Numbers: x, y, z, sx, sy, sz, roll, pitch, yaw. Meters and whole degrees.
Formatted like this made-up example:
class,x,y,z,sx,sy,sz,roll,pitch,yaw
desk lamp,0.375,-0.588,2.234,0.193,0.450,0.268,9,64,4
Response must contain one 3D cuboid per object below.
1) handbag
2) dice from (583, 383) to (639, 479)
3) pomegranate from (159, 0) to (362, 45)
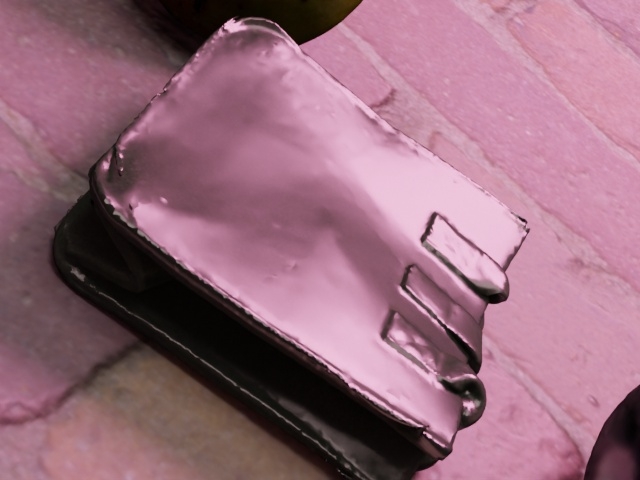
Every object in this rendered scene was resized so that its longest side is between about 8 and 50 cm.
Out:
class,x,y,z,sx,sy,sz,roll,pitch,yaw
handbag,-0.002,0.001,0.746,0.260,0.079,0.247,36,38,-3
dice,0.271,0.168,0.705,0.182,0.183,0.181,18,43,-20
pomegranate,-0.044,-0.236,0.896,0.181,0.181,0.224,26,19,-15
